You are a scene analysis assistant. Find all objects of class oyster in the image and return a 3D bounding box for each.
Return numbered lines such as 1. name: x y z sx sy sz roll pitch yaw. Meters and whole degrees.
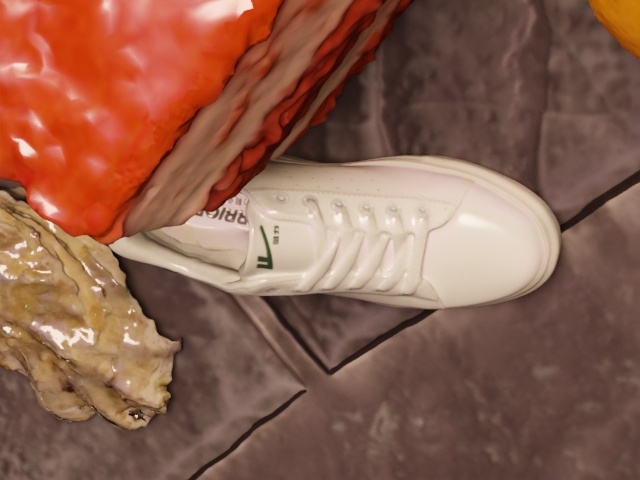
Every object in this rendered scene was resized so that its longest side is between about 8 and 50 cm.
1. oyster: -0.179 0.043 0.942 0.133 0.072 0.209 -19 104 24

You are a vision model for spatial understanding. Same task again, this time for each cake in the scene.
1. cake: -0.071 -0.187 0.692 0.269 0.319 0.270 40 115 1

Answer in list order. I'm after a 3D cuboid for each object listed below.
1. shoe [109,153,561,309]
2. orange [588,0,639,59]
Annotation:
1. shoe: 0.000 0.000 0.853 0.265 0.110 0.095 9 110 16
2. orange: 0.209 -0.156 0.717 0.178 0.155 0.177 9 109 27
